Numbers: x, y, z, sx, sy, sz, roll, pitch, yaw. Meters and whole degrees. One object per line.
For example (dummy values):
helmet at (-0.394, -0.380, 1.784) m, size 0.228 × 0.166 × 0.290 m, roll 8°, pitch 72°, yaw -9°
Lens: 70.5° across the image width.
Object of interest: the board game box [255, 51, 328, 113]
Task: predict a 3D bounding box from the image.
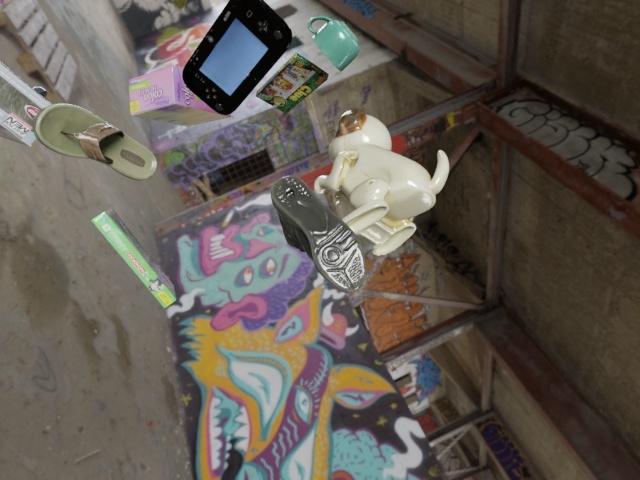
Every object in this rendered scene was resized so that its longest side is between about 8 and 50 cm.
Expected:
board game box at (-0.102, -0.531, 1.551) m, size 0.259 × 0.136 × 0.030 m, roll -21°, pitch -124°, yaw 52°

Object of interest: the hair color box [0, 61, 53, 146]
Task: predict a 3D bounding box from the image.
hair color box at (-0.815, -0.349, 1.082) m, size 0.374 × 0.114 × 0.185 m, roll 19°, pitch -19°, yaw 36°

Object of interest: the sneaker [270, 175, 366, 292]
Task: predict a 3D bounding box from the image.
sneaker at (0.000, 0.000, 0.794) m, size 0.227 × 0.087 × 0.130 m, roll 49°, pitch -9°, yaw 17°

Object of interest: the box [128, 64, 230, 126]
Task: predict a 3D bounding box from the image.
box at (-0.459, -0.466, 1.492) m, size 0.243 × 0.213 × 0.117 m, roll -8°, pitch 95°, yaw -57°

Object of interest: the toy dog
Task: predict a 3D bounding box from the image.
toy dog at (0.159, -0.227, 1.422) m, size 0.284 × 0.395 × 0.408 m, roll 16°, pitch 40°, yaw -44°

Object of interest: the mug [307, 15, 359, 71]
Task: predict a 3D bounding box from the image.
mug at (0.046, -0.594, 1.341) m, size 0.157 × 0.097 × 0.129 m, roll 35°, pitch 25°, yaw -40°

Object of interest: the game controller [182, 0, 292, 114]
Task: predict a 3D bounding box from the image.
game controller at (-0.215, -0.458, 1.132) m, size 0.166 × 0.319 × 0.067 m, roll 32°, pitch 41°, yaw -27°

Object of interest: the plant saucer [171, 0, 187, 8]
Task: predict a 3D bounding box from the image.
plant saucer at (-0.467, -0.892, 1.480) m, size 0.241 × 0.037 × 0.241 m, roll 5°, pitch -84°, yaw 56°

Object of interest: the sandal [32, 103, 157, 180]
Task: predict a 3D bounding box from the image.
sandal at (-0.521, -0.237, 1.094) m, size 0.086 × 0.120 × 0.302 m, roll 10°, pitch -7°, yaw 42°

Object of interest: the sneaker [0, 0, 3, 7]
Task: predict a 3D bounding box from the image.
sneaker at (-0.869, -0.550, 1.096) m, size 0.095 × 0.104 × 0.236 m, roll 65°, pitch 16°, yaw -50°

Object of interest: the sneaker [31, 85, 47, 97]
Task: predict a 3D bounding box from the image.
sneaker at (-1.135, -0.494, 1.594) m, size 0.131 × 0.319 × 0.112 m, roll 48°, pitch -42°, yaw -9°

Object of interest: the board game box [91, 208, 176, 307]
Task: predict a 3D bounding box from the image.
board game box at (-0.554, 0.048, 1.366) m, size 0.317 × 0.046 × 0.213 m, roll 57°, pitch -12°, yaw -16°
